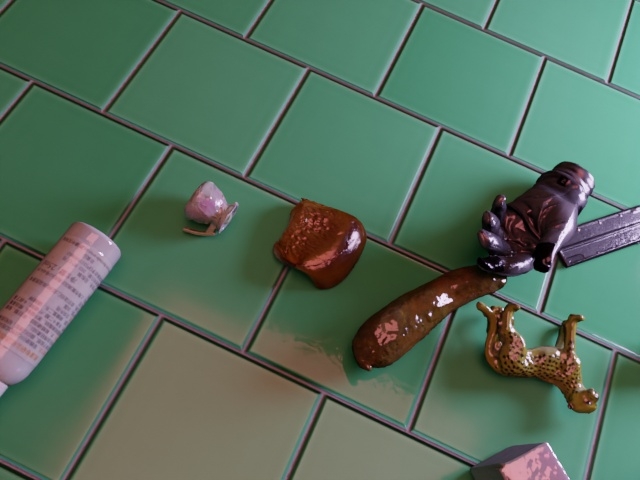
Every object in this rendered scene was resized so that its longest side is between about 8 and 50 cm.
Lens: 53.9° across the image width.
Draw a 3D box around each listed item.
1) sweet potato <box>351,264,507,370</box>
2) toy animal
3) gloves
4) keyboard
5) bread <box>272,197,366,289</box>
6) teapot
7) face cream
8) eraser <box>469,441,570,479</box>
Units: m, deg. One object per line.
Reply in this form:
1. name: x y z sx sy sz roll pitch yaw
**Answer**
1. sweet potato: 0.154 0.098 0.902 0.273 0.075 0.075 -28 73 -23
2. toy animal: 0.300 0.164 0.893 0.181 0.073 0.136 12 72 -7
3. gloves: 0.327 -0.027 0.953 0.285 0.119 0.142 -26 38 -34
4. keyboard: 0.467 -0.009 1.027 0.198 0.010 0.063 -16 68 -15
5. bread: 0.000 0.000 0.937 0.126 0.044 0.129 27 68 6
6. teapot: -0.164 -0.039 0.926 0.064 0.064 0.083 33 97 -1
7. face cream: -0.370 0.099 0.814 0.082 0.082 0.269 30 65 6
8. eraser: 0.301 0.390 0.757 0.086 0.130 0.287 -23 72 -14
